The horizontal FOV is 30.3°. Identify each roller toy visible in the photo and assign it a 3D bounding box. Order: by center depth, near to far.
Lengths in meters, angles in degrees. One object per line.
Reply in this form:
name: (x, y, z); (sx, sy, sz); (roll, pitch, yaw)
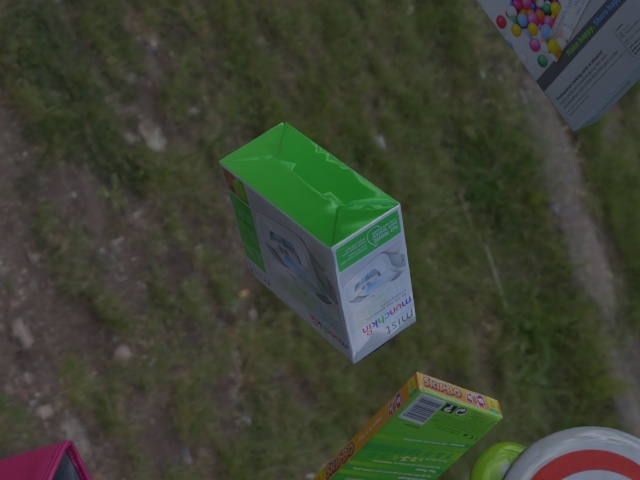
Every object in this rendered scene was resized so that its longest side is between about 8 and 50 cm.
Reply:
roller toy: (0.254, 0.279, 1.123); (0.146, 0.191, 0.209); (70, 3, -76)

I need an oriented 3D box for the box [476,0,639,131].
box: (0.210, -0.208, 1.004); (0.038, 0.145, 0.186); (-23, 74, -33)

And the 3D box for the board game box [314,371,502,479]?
board game box: (0.099, 0.266, 1.473); (0.124, 0.259, 0.039); (22, 35, -24)

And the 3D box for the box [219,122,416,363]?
box: (0.000, 0.000, 1.655); (0.127, 0.262, 0.231); (-32, 138, -22)

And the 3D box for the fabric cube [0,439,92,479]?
fabric cube: (-0.302, 0.361, 0.988); (0.254, 0.258, 0.259); (-89, 161, -69)
